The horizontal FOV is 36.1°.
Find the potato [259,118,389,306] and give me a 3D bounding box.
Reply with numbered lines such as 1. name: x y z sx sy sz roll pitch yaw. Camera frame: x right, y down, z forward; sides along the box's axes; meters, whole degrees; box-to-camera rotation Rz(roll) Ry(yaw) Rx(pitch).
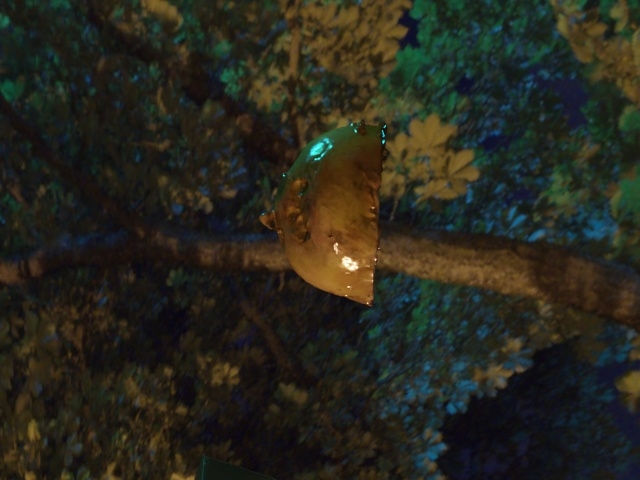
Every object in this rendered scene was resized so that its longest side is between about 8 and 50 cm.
1. potato: 0.000 0.000 0.724 0.089 0.172 0.101 5 -130 1

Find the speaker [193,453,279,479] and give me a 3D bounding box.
1. speaker: 0.047 0.152 0.390 0.218 0.082 0.044 21 -82 -9
